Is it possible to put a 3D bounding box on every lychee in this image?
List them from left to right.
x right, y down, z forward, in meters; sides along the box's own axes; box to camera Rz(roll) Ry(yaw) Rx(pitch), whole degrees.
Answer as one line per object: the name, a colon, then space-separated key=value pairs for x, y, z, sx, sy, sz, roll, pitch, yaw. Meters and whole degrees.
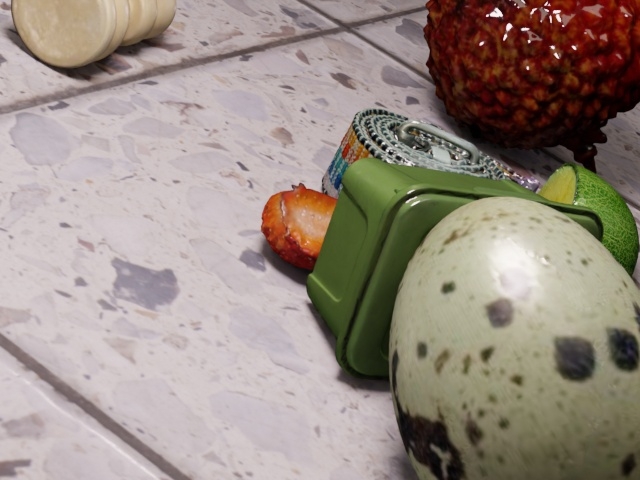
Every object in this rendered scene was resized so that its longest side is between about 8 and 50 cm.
lychee: x=0.398 y=-0.345 z=2.170 sx=0.424 sy=0.425 sz=0.500 roll=-66 pitch=135 yaw=-63

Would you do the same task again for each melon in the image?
melon: x=0.452 y=-0.029 z=1.955 sx=0.169 sy=0.129 sz=0.265 roll=25 pitch=26 yaw=-8

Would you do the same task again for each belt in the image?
belt: x=0.160 y=-0.080 z=1.756 sx=0.295 sy=0.160 sz=0.207 roll=26 pitch=27 yaw=2

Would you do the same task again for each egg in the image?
egg: x=0.215 y=0.138 z=1.246 sx=0.288 sy=0.288 sz=0.379 roll=7 pitch=69 yaw=-32

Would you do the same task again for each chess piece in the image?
chess piece: x=-0.322 y=-0.363 z=1.859 sx=0.167 sy=0.167 sz=0.300 roll=32 pitch=24 yaw=11

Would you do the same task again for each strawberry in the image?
strawberry: x=0.000 y=0.000 z=1.586 sx=0.188 sy=0.082 sz=0.121 roll=16 pitch=47 yaw=-37

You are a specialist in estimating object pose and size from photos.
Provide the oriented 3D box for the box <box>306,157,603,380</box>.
box: x=0.153 y=0.030 z=1.479 sx=0.329 sy=0.252 sz=0.178 roll=7 pitch=24 yaw=-34
